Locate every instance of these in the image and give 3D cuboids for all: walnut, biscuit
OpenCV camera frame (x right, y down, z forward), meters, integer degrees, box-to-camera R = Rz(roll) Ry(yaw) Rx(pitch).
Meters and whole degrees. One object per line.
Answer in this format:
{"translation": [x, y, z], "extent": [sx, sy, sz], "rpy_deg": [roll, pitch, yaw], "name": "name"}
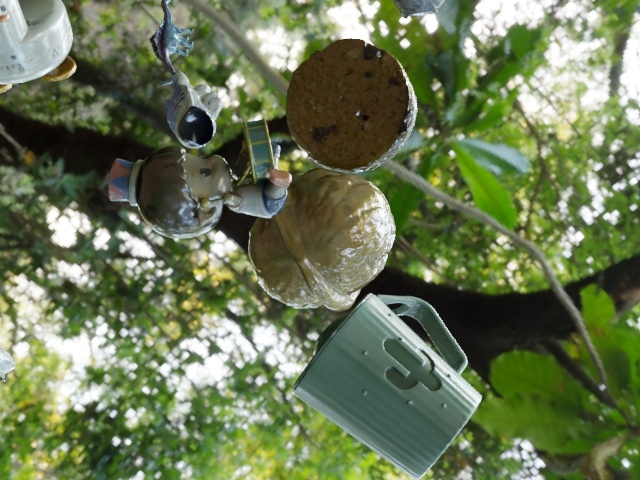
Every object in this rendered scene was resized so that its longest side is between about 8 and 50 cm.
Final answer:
{"translation": [0.000, 0.000, 1.758], "extent": [0.296, 0.285, 0.285], "rpy_deg": [-27, -155, 21], "name": "walnut"}
{"translation": [0.064, -0.279, 1.916], "extent": [0.296, 0.296, 0.075], "rpy_deg": [-44, 161, 5], "name": "biscuit"}

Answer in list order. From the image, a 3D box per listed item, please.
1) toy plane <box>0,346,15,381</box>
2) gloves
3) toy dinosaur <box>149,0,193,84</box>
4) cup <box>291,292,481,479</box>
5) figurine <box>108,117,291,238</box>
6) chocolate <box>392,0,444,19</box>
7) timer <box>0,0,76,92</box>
{"translation": [-0.630, 0.193, 1.558], "extent": [0.251, 0.255, 0.101], "rpy_deg": [-51, -135, 9], "name": "toy plane"}
{"translation": [-0.232, -0.235, 1.636], "extent": [0.097, 0.119, 0.229], "rpy_deg": [-19, -153, 8], "name": "gloves"}
{"translation": [-0.288, -0.383, 1.758], "extent": [0.045, 0.080, 0.197], "rpy_deg": [-33, -126, 55], "name": "toy dinosaur"}
{"translation": [0.186, 0.321, 2.223], "extent": [0.401, 0.392, 0.310], "rpy_deg": [-50, 171, -9], "name": "cup"}
{"translation": [-0.185, -0.089, 1.396], "extent": [0.275, 0.158, 0.161], "rpy_deg": [-14, -154, -8], "name": "figurine"}
{"translation": [0.159, -0.477, 1.439], "extent": [0.110, 0.248, 0.110], "rpy_deg": [-1, -165, 0], "name": "chocolate"}
{"translation": [-0.606, -0.418, 1.768], "extent": [0.233, 0.240, 0.233], "rpy_deg": [-3, -136, 3], "name": "timer"}
